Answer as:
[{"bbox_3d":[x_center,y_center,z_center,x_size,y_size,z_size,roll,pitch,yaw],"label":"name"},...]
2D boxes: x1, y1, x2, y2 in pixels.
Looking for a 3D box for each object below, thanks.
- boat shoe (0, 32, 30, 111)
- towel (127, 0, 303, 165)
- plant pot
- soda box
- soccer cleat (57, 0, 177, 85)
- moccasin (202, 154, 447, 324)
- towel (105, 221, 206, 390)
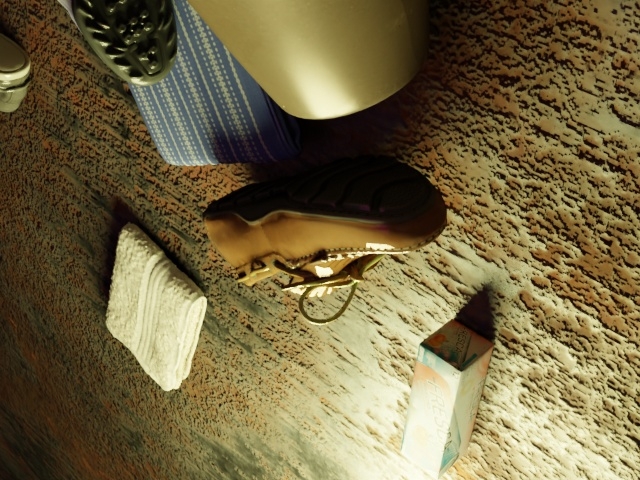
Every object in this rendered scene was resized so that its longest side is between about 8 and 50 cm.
[{"bbox_3d":[-0.597,-0.334,1.406,0.335,0.112,0.095,43,136,14],"label":"boat shoe"},{"bbox_3d":[-0.150,-0.206,1.035,0.336,0.040,0.243,6,121,55],"label":"towel"},{"bbox_3d":[-0.008,-0.236,0.728,0.263,0.263,0.229,15,144,43],"label":"plant pot"},{"bbox_3d":[0.138,0.178,0.968,0.058,0.063,0.183,32,136,32],"label":"soda box"},{"bbox_3d":[-0.268,-0.311,0.948,0.318,0.109,0.116,56,160,-21],"label":"soccer cleat"},{"bbox_3d":[-0.002,0.001,0.941,0.380,0.139,0.147,-10,108,51],"label":"moccasin"},{"bbox_3d":[-0.275,0.118,1.409,0.187,0.049,0.282,42,140,19],"label":"towel"}]
